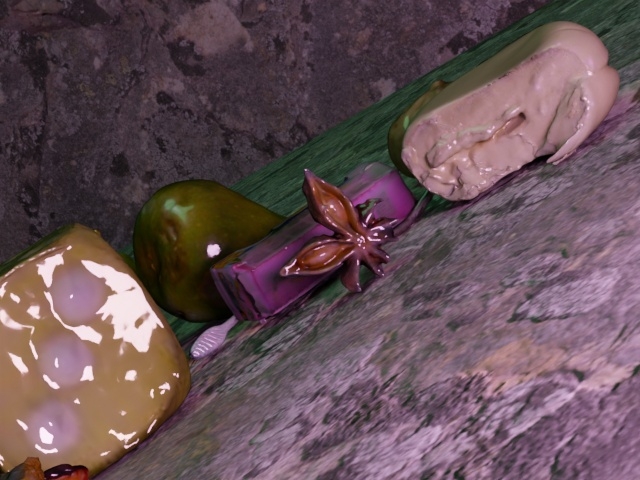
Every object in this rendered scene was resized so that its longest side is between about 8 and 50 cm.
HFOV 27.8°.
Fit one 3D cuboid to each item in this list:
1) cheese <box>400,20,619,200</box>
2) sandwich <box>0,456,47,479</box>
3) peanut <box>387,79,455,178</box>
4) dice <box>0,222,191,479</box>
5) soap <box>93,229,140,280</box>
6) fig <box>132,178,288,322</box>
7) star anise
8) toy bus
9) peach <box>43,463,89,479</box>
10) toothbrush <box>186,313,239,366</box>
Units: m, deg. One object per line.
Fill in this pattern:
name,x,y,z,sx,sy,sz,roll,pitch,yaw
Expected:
cheese,0.228,-0.151,1.540,0.266,0.127,0.233,-31,11,30
sandwich,-0.329,0.313,1.001,0.301,0.099,0.271,-33,8,-7
peanut,0.168,-0.159,1.868,0.159,0.109,0.140,-45,-3,1
dice,-0.302,0.135,1.442,0.233,0.238,0.227,-35,9,-20
soap,-0.334,0.119,1.757,0.204,0.096,0.324,-46,23,5
fig,-0.116,0.008,1.807,0.275,0.206,0.206,-13,-4,-35
star anise,0.042,-0.025,1.523,0.218,0.148,0.227,-25,1,-2
toy bus,0.000,-0.001,1.632,0.274,0.090,0.112,-36,15,-25
peach,-0.350,0.279,1.226,0.279,0.068,0.189,-19,-9,8
toothbrush,-0.057,0.058,1.707,0.375,0.028,0.037,-40,-8,-44
